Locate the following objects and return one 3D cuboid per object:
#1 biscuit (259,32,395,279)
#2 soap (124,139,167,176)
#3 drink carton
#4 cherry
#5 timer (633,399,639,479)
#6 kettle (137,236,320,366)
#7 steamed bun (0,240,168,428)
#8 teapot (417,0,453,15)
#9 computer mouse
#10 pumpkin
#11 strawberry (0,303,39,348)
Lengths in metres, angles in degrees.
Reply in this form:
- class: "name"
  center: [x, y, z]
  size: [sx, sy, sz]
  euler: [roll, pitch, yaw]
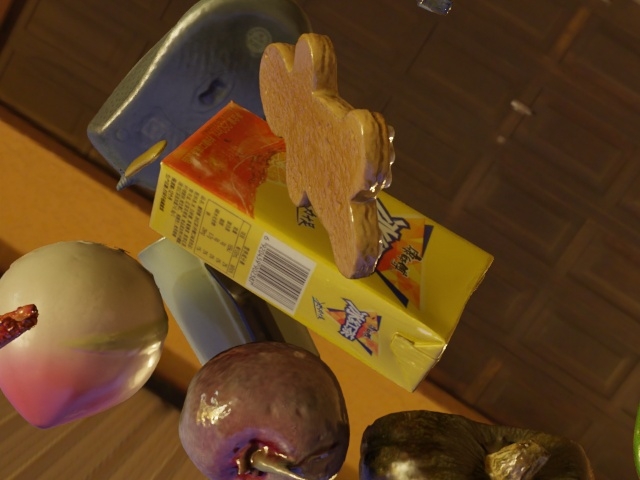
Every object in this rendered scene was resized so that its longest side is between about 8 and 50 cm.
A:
- class: "biscuit"
  center: [0.001, -0.086, 0.686]
  size: [0.035, 0.158, 0.240]
  euler: [-7, -139, -21]
- class: "soap"
  center: [-0.205, -0.095, 0.981]
  size: [0.012, 0.089, 0.034]
  euler: [44, -127, -18]
- class: "drink carton"
  center: [0.000, 0.000, 0.932]
  size: [0.351, 0.111, 0.154]
  euler: [31, -133, 8]
- class: "cherry"
  center: [-0.065, 0.221, 1.050]
  size: [0.213, 0.184, 0.266]
  euler: [26, -164, -3]
- class: "timer"
  center: [0.398, 0.248, 0.962]
  size: [0.140, 0.047, 0.128]
  euler: [63, -143, -23]
- class: "kettle"
  center: [-0.162, 0.128, 1.667]
  size: [0.377, 0.250, 0.361]
  euler: [62, 161, 0]
- class: "steamed bun"
  center: [-0.407, 0.174, 1.376]
  size: [0.309, 0.309, 0.309]
  euler: [30, -167, -8]
- class: "teapot"
  center: [0.195, -0.415, 1.428]
  size: [0.057, 0.066, 0.088]
  euler: [14, 167, -3]
- class: "computer mouse"
  center: [-0.165, -0.206, 1.163]
  size: [0.188, 0.371, 0.122]
  euler: [37, -159, -27]
- class: "pumpkin"
  center: [0.208, 0.311, 1.063]
  size: [0.317, 0.222, 0.139]
  euler: [16, -123, -10]
- class: "strawberry"
  center: [-0.399, 0.116, 0.986]
  size: [0.104, 0.152, 0.048]
  euler: [-48, -55, -74]
